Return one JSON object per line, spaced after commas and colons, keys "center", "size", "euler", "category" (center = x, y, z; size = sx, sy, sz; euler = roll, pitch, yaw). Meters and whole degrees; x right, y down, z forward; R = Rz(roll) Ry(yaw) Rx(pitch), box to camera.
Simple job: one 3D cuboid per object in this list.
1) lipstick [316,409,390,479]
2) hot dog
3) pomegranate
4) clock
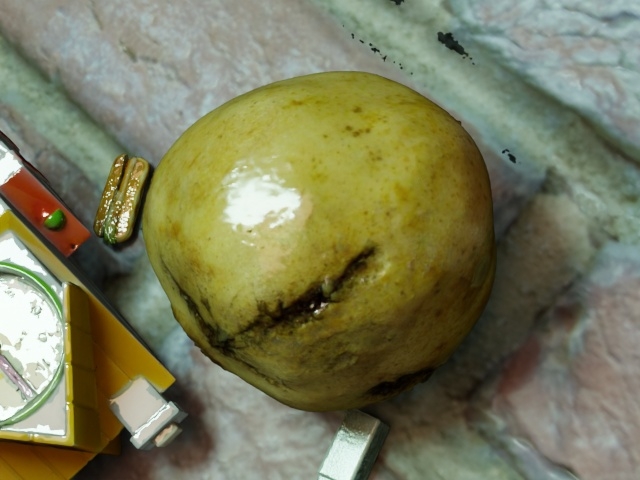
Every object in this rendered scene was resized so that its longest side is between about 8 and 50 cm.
{"center": [0.010, 0.192, 1.130], "size": [0.030, 0.030, 0.129], "euler": [22, 81, 24], "category": "lipstick"}
{"center": [-0.168, -0.034, 1.275], "size": [0.037, 0.021, 0.083], "euler": [15, 78, 13], "category": "hot dog"}
{"center": [0.000, 0.000, 1.076], "size": [0.260, 0.260, 0.260], "euler": [-6, 71, 18], "category": "pomegranate"}
{"center": [-0.259, 0.078, 1.163], "size": [0.235, 0.166, 0.309], "euler": [-43, 79, -3], "category": "clock"}
